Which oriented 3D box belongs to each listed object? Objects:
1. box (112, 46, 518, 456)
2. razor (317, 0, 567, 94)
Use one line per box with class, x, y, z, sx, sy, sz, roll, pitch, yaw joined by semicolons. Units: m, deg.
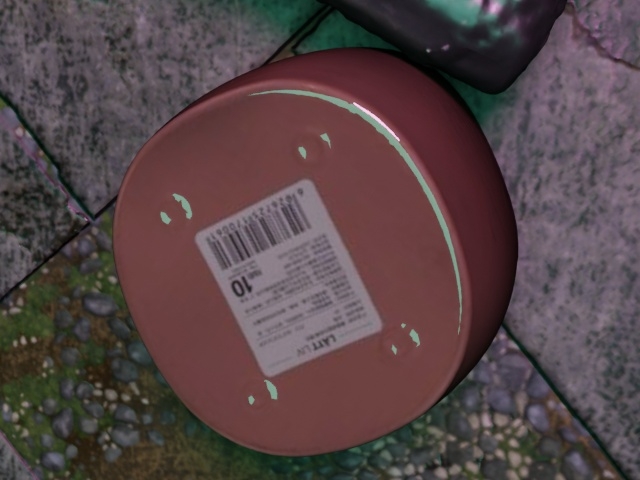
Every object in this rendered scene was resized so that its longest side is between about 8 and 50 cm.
box;0.000;0.000;0.547;0.301;0.216;0.300;2;100;14
razor;0.038;-0.252;0.531;0.327;0.107;0.189;29;90;7
